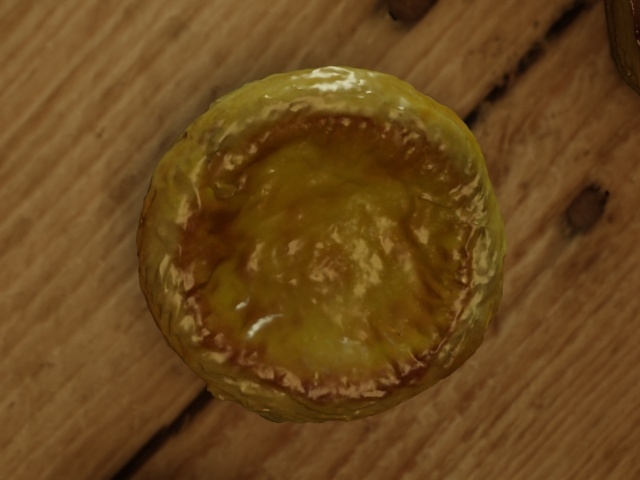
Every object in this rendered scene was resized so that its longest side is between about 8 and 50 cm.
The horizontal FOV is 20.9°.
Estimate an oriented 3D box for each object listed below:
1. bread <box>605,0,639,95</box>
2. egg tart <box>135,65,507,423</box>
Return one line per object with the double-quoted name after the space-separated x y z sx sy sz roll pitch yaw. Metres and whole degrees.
0.309 -0.166 1.489 0.192 0.067 0.119 21 90 -20 "bread"
0.000 0.000 1.424 0.319 0.128 0.319 -4 108 -12 "egg tart"
